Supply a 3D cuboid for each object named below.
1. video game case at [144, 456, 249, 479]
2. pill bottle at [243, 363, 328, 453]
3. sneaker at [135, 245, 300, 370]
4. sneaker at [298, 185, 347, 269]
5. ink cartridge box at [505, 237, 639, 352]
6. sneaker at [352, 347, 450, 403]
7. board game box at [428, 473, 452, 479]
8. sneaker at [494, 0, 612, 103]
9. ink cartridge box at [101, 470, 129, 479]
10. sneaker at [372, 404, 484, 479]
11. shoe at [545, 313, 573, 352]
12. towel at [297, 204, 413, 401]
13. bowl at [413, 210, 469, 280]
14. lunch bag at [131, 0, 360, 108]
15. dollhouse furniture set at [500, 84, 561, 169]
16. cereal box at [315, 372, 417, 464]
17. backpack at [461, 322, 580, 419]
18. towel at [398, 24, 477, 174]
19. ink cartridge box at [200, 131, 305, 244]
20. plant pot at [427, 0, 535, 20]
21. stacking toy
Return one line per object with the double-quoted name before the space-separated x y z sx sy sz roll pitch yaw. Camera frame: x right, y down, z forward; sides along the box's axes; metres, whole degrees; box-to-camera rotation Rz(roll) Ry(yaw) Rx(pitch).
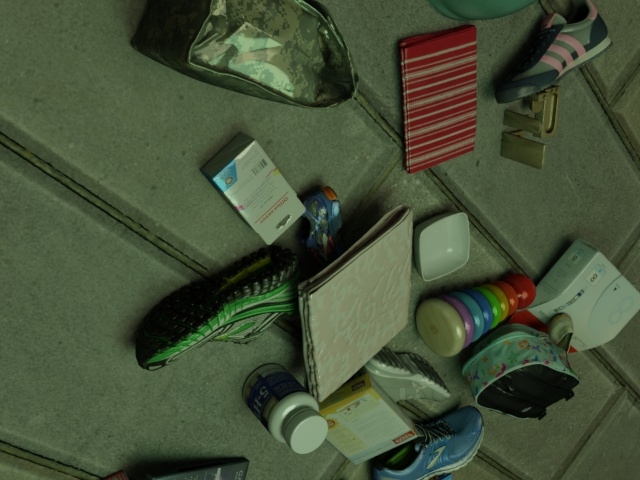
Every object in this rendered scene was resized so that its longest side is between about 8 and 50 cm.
"video game case" -0.261 0.544 1.415 0.274 0.026 0.196 13 92 -55
"pill bottle" -0.068 0.338 1.419 0.112 0.186 0.112 -13 116 -28
"sneaker" -0.174 0.150 1.302 0.343 0.134 0.146 -26 123 -22
"sneaker" 0.000 0.000 1.396 0.087 0.083 0.221 -15 116 -9
"ink cartridge box" 0.656 0.223 1.884 0.308 0.091 0.385 34 96 -37
"sneaker" 0.184 0.329 1.654 0.281 0.105 0.115 25 110 -31
"board game box" 0.193 0.750 1.840 0.347 0.078 0.233 -25 122 -23
"sneaker" 0.482 -0.408 1.523 0.319 0.112 0.131 -34 108 -20
"ink cartridge box" -0.444 0.558 1.329 0.218 0.092 0.158 -20 120 -27
"sneaker" 0.269 0.507 1.752 0.330 0.130 0.147 -30 126 -19
"shoe" 0.604 0.288 1.851 0.076 0.058 0.219 -2 129 -17
"towel" 0.078 0.130 1.435 0.317 0.053 0.332 -36 141 -32
"bowl" 0.263 0.006 1.576 0.142 0.053 0.142 -21 120 -24
"lunch bag" -0.101 -0.303 1.086 0.287 0.235 0.169 15 98 -37
"dollhouse furniture set" 0.505 -0.255 1.576 0.151 0.123 0.144 -16 118 -27
"cereal box" 0.092 0.408 1.601 0.173 0.047 0.240 -28 129 13
"backpack" 0.478 0.321 1.744 0.253 0.191 0.225 18 129 -39
"towel" 0.242 -0.289 1.449 0.199 0.031 0.275 -22 123 -26
"ink cartridge box" -0.118 -0.091 1.278 0.104 0.061 0.181 -44 127 -9
"plant pot" 0.344 -0.546 1.298 0.293 0.196 0.293 -13 116 -29
"stacking toy" 0.387 0.154 1.688 0.330 0.141 0.141 -20 120 -33
